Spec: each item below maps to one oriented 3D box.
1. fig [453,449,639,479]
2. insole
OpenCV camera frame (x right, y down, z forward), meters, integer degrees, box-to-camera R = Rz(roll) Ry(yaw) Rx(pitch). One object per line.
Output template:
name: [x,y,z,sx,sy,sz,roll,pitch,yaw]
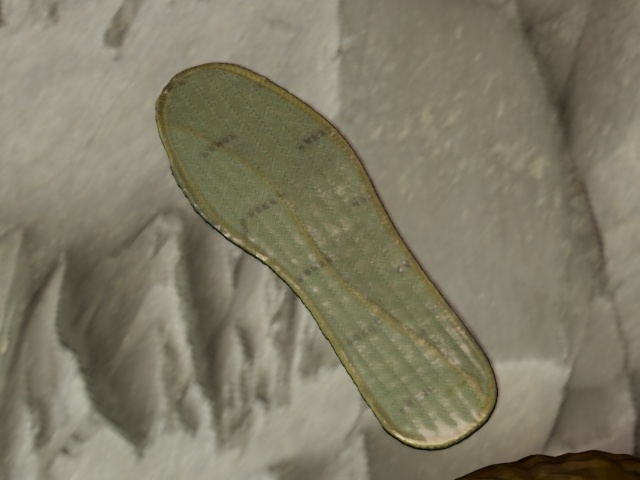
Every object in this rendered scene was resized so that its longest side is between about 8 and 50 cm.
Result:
fig: [0.128,0.235,0.872,0.286,0.369,0.286,-3,73,11]
insole: [0.000,0.000,1.177,0.119,0.009,0.348,-32,67,-10]
